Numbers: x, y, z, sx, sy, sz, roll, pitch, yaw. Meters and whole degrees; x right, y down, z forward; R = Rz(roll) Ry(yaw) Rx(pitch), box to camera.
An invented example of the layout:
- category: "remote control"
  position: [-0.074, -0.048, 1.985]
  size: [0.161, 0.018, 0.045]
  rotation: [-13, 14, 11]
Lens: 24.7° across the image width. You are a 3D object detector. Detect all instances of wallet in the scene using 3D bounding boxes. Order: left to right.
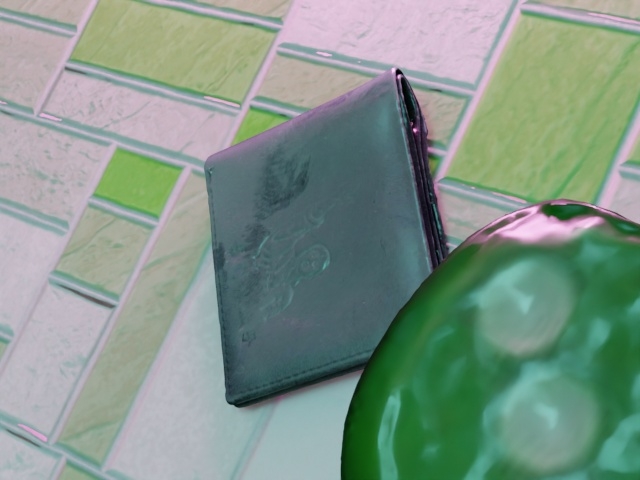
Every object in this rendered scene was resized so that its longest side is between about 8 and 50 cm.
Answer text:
- category: "wallet"
  position: [0.001, 0.000, 1.433]
  size: [0.251, 0.054, 0.290]
  rotation: [-21, 63, 28]

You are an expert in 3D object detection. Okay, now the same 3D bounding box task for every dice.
- category: "dice"
  position: [0.214, 0.166, 1.063]
  size: [0.300, 0.287, 0.297]
  rotation: [29, 85, 38]
